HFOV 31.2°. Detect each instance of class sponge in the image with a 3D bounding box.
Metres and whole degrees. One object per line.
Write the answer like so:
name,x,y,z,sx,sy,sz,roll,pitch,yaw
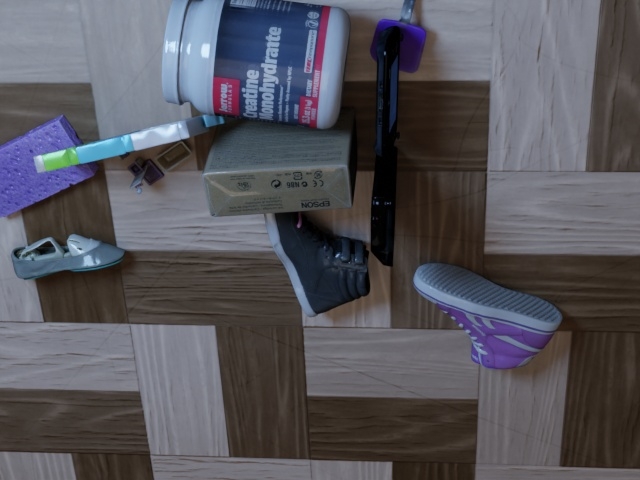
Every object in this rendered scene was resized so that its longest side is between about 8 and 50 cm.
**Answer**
sponge,-0.507,-0.127,2.009,0.210,0.031,0.117,-22,118,18

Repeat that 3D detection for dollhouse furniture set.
dollhouse furniture set,-0.287,-0.135,1.951,0.114,0.081,0.091,-31,114,22

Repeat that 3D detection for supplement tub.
supplement tub,-0.096,-0.280,1.778,0.272,0.191,0.191,7,122,1

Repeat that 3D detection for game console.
game console,0.106,-0.154,1.826,0.044,0.213,0.361,2,118,4

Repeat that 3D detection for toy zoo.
toy zoo,-0.297,-0.163,1.859,0.293,0.192,0.030,-13,98,4

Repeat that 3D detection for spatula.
spatula,0.144,-0.394,1.777,0.084,0.030,0.296,14,122,0

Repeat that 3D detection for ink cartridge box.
ink cartridge box,-0.060,-0.130,1.866,0.234,0.193,0.088,-3,124,8

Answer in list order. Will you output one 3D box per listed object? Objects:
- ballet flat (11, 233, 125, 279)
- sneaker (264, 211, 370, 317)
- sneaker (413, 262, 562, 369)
ballet flat,-0.462,0.024,2.076,0.213,0.072,0.068,-10,114,12
sneaker,0.000,0.000,2.000,0.147,0.104,0.296,-15,125,13
sneaker,0.275,0.152,2.065,0.282,0.102,0.161,22,124,-8
